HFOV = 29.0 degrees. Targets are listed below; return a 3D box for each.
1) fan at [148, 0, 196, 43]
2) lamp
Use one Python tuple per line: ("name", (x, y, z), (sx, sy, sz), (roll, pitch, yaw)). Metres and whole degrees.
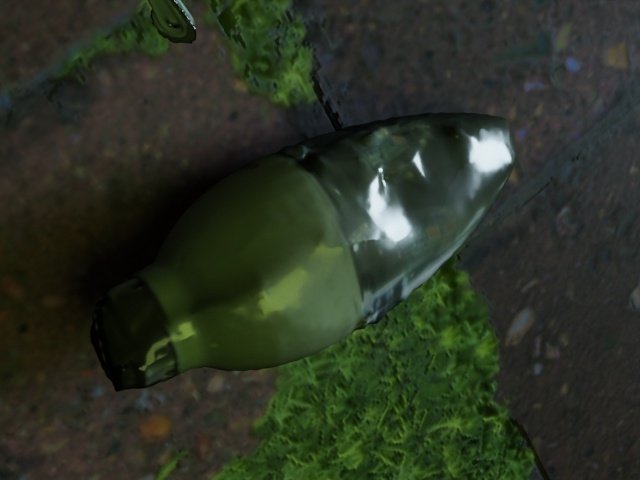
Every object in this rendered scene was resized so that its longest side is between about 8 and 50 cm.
("fan", (-0.098, -0.155, 0.449), (0.008, 0.152, 0.227), (-61, 140, -26))
("lamp", (0.000, 0.000, 0.613), (0.250, 0.101, 0.101), (-26, 125, -25))
